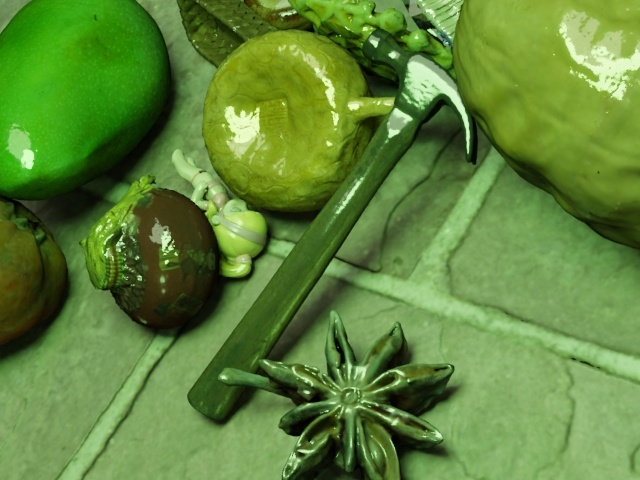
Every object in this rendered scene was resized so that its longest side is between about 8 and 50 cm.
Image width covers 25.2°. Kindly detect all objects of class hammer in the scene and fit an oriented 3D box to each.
[{"bbox_3d":[0.000,0.000,1.492,0.168,0.044,0.440,38,98,16],"label":"hammer"}]

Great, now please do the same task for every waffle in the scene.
[{"bbox_3d":[0.072,-0.215,1.613,0.223,0.204,0.054,25,89,43],"label":"waffle"}]

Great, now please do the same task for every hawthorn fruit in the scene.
[{"bbox_3d":[-0.420,0.056,1.654,0.251,0.199,0.199,-40,48,11],"label":"hawthorn fruit"}]

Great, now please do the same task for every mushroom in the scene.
[{"bbox_3d":[-0.041,-0.314,1.806,0.127,0.087,0.127,-10,52,13],"label":"mushroom"}]

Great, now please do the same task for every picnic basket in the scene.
[{"bbox_3d":[-0.107,-0.254,1.784,0.055,0.110,0.193,-33,49,-20],"label":"picnic basket"}]

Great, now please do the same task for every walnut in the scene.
[{"bbox_3d":[0.312,-0.168,1.371,0.384,0.383,0.383,-12,52,16],"label":"walnut"}]

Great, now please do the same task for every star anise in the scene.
[{"bbox_3d":[0.021,0.165,1.428,0.209,0.089,0.231,-40,54,-22],"label":"star anise"}]

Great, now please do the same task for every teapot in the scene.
[{"bbox_3d":[-0.009,-0.134,1.620,0.311,0.167,0.203,-7,87,29],"label":"teapot"}]

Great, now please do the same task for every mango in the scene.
[{"bbox_3d":[-0.305,-0.174,1.726,0.225,0.201,0.382,12,37,2],"label":"mango"}]

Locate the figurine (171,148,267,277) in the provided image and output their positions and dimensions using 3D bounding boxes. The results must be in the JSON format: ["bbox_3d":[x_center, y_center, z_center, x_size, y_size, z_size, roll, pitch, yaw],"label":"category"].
[{"bbox_3d":[-0.121,-0.033,1.655,0.083,0.083,0.187,-37,56,-4],"label":"figurine"}]

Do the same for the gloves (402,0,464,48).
[{"bbox_3d":[0.242,-0.329,1.656,0.312,0.135,0.210,-27,43,1],"label":"gloves"}]

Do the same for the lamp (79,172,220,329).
[{"bbox_3d":[-0.189,0.021,1.584,0.135,0.156,0.157,-9,34,-39],"label":"lamp"}]
